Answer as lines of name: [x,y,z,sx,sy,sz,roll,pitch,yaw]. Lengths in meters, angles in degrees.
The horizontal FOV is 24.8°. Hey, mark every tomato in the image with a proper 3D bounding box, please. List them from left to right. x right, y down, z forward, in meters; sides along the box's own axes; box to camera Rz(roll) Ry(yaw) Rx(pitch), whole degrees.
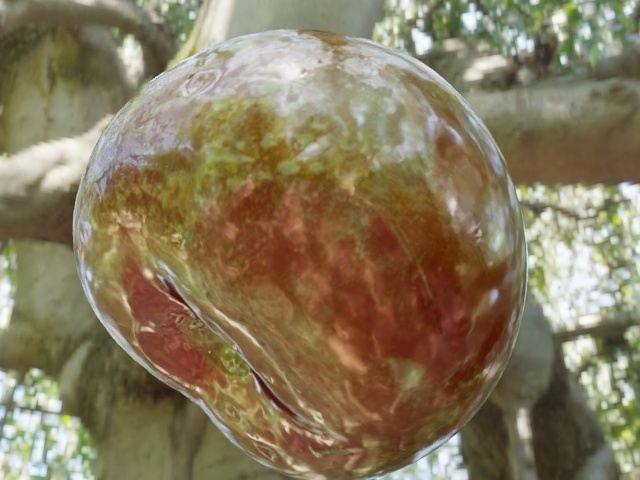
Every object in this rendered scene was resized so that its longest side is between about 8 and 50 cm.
tomato: [0.000,0.000,0.856,0.270,0.222,0.270,32,-26,18]
